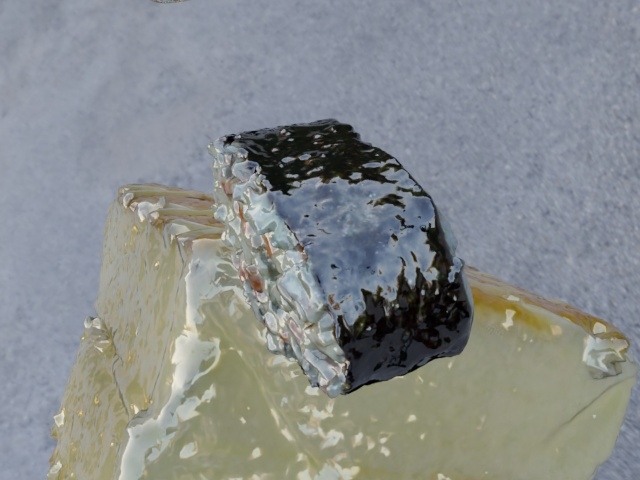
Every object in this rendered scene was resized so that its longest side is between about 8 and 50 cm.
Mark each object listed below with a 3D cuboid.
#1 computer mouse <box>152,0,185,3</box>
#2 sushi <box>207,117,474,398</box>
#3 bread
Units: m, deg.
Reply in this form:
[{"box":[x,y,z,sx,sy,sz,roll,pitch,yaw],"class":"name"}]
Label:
[{"box":[-0.117,-0.318,0.933,0.199,0.045,0.102,-26,74,-9],"class":"computer mouse"},{"box":[0.000,0.000,0.384,0.078,0.091,0.150,-20,38,-14],"class":"sushi"},{"box":[-0.003,0.124,0.726,0.371,0.390,0.279,29,106,65],"class":"bread"}]
